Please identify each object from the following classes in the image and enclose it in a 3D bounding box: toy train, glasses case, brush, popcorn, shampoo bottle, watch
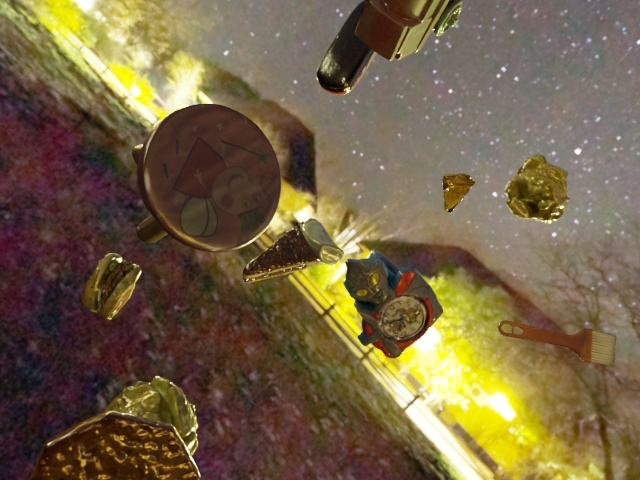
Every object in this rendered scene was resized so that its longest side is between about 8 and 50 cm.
[{"bbox_3d":[0.204,-0.501,1.114,0.150,0.221,0.304,42,-40,11],"label":"toy train"},{"bbox_3d":[0.086,-0.478,1.431,0.103,0.267,0.067,29,-10,17],"label":"glasses case"},{"bbox_3d":[0.623,0.261,1.535,0.314,0.090,0.017,11,-19,3],"label":"brush"},{"bbox_3d":[0.636,-0.143,1.694,0.197,0.156,0.198,33,-24,17],"label":"popcorn"},{"bbox_3d":[0.000,0.000,1.342,0.072,0.049,0.212,16,14,-19],"label":"shampoo bottle"},{"bbox_3d":[-0.474,0.518,1.615,0.282,0.281,0.247,45,-27,52],"label":"popcorn"},{"bbox_3d":[0.161,0.138,1.600,0.305,0.241,0.274,44,9,-15],"label":"watch"}]

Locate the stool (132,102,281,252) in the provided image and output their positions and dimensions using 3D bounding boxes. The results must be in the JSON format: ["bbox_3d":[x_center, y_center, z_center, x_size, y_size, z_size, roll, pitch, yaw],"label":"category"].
[{"bbox_3d":[-0.227,-0.105,1.099,0.272,0.272,0.178,45,-28,-21],"label":"stool"}]

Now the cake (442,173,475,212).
[{"bbox_3d":[0.463,-0.172,1.948,0.185,0.116,0.080,65,25,-48],"label":"cake"}]

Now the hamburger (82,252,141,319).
[{"bbox_3d":[-0.549,0.114,1.507,0.113,0.177,0.185,37,15,-6],"label":"hamburger"}]

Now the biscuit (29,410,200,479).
[{"bbox_3d":[-0.434,0.525,1.224,0.359,0.359,0.046,45,-6,-21],"label":"biscuit"}]

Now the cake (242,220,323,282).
[{"bbox_3d":[-0.097,0.071,1.694,0.135,0.246,0.112,43,-20,17],"label":"cake"}]
